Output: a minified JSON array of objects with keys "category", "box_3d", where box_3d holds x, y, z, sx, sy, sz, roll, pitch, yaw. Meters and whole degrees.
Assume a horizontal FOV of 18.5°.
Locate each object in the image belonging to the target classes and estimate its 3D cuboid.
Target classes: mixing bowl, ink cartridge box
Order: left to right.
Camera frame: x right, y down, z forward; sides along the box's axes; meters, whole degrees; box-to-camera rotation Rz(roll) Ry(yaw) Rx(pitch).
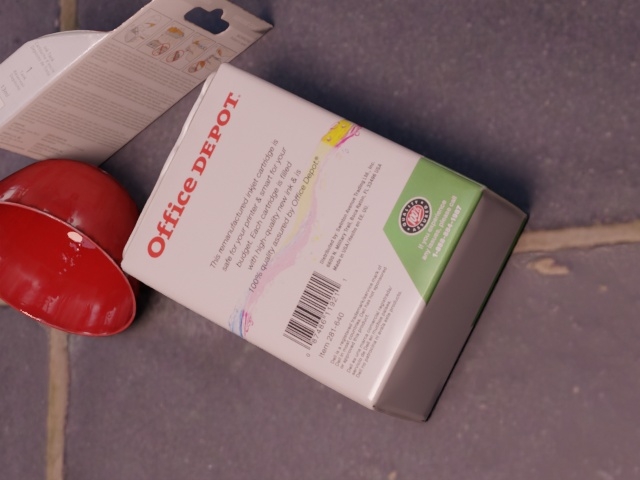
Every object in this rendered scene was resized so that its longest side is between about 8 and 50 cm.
[{"category":"mixing bowl","box_3d":[-0.226,-0.007,1.765,0.181,0.181,0.098,8,51,27]},{"category":"ink cartridge box","box_3d":[-0.180,-0.157,1.747,0.232,0.189,0.066,-41,69,13]},{"category":"ink cartridge box","box_3d":[0.000,0.000,1.663,0.278,0.117,0.201,27,91,28]}]
